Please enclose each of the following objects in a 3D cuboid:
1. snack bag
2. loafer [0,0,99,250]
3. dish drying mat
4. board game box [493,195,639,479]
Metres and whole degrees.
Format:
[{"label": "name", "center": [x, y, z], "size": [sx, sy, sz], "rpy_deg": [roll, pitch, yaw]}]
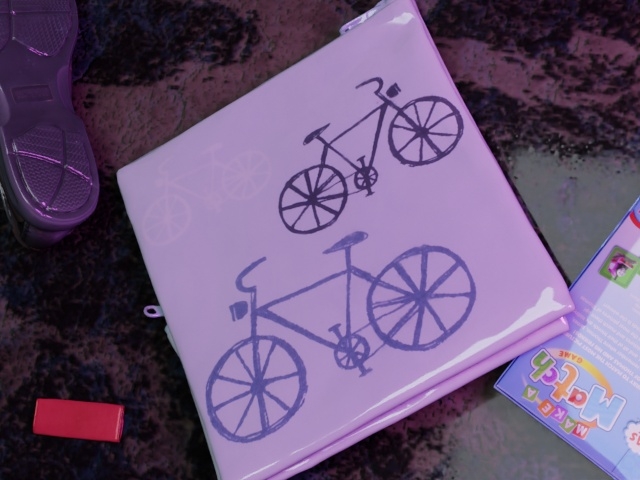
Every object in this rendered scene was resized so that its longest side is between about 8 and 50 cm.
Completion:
[{"label": "snack bag", "center": [0.000, 0.000, 1.265], "size": [0.323, 0.037, 0.342], "rpy_deg": [-31, 61, 12]}, {"label": "loafer", "center": [-0.271, -0.135, 1.376], "size": [0.095, 0.109, 0.302], "rpy_deg": [-43, 55, 53]}, {"label": "dish drying mat", "center": [-0.207, 0.154, 1.320], "size": [0.083, 0.008, 0.032], "rpy_deg": [3, 77, 19]}, {"label": "board game box", "center": [0.258, 0.076, 1.161], "size": [0.160, 0.039, 0.211], "rpy_deg": [38, 89, 25]}]
